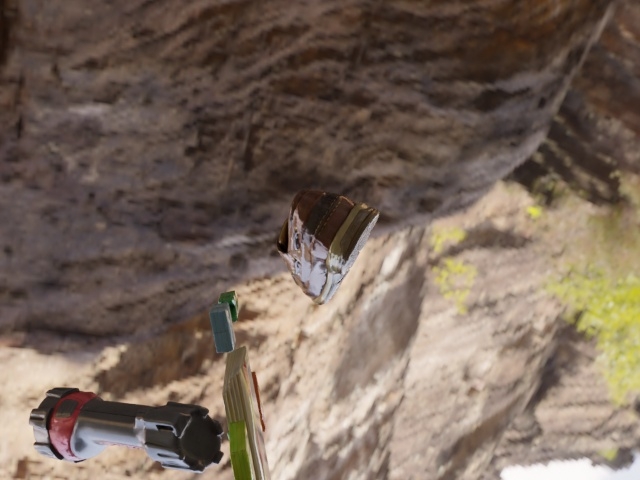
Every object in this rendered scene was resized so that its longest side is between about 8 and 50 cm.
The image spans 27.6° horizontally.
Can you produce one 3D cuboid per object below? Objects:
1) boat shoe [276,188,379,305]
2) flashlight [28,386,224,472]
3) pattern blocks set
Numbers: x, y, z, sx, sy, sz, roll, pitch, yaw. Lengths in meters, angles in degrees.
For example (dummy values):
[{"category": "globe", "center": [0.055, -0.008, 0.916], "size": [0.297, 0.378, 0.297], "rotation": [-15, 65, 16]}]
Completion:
[{"category": "boat shoe", "center": [0.000, 0.000, 0.981], "size": [0.060, 0.178, 0.064], "rotation": [31, -106, 3]}, {"category": "flashlight", "center": [-0.248, 0.247, 1.669], "size": [0.304, 0.103, 0.103], "rotation": [0, -171, 42]}, {"category": "pattern blocks set", "center": [-0.081, 0.218, 1.433], "size": [0.026, 0.285, 0.325], "rotation": [-10, -91, 1]}]
